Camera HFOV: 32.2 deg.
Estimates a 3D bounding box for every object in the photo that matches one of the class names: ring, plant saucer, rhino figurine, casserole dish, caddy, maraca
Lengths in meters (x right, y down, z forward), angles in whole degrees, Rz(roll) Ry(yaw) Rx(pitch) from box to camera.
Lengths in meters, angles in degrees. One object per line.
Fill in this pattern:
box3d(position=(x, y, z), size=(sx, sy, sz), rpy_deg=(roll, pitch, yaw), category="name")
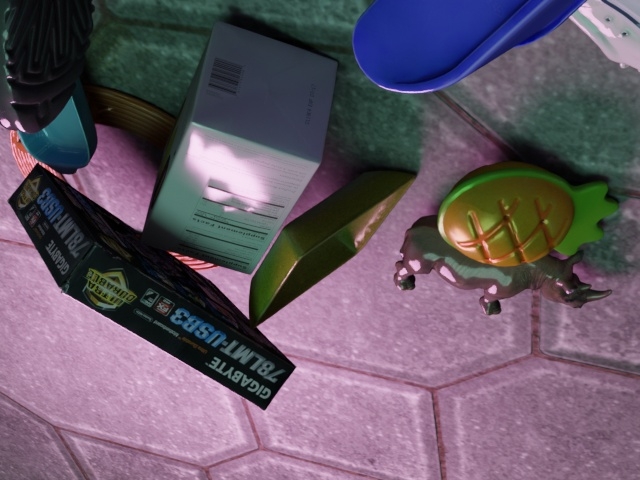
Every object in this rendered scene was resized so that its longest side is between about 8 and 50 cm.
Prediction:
box3d(position=(-0.248, -0.065, 1.416), size=(0.337, 0.032, 0.336), rpy_deg=(16, 145, 11), category="ring")
box3d(position=(0.000, 0.000, 1.244), size=(0.045, 0.188, 0.188), rpy_deg=(49, 146, 10), category="plant saucer")
box3d(position=(0.202, 0.033, 1.238), size=(0.243, 0.073, 0.106), rpy_deg=(14, 147, 13), category="rhino figurine")
box3d(position=(-0.315, -0.165, 1.285), size=(0.114, 0.037, 0.188), rpy_deg=(8, 128, 31), category="casserole dish")
box3d(position=(0.116, -0.267, 0.809), size=(0.241, 0.179, 0.341), rpy_deg=(52, 144, 1), category="caddy")
box3d(position=(0.211, -0.025, 1.139), size=(0.186, 0.099, 0.127), rpy_deg=(3, 140, -11), category="maraca")

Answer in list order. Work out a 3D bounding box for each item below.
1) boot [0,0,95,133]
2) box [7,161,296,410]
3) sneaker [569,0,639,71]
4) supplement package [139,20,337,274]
box3d(position=(-0.435, -0.315, 1.017), size=(0.445, 0.146, 0.366), rpy_deg=(13, 114, 15), category="boot")
box3d(position=(-0.204, 0.050, 1.299), size=(0.293, 0.073, 0.295), rpy_deg=(35, -179, -33), category="box")
box3d(position=(0.292, -0.170, 0.916), size=(0.258, 0.094, 0.091), rpy_deg=(40, 157, -11), category="sneaker")
box3d(position=(-0.091, -0.088, 1.175), size=(0.134, 0.139, 0.244), rpy_deg=(17, 146, -12), category="supplement package")
